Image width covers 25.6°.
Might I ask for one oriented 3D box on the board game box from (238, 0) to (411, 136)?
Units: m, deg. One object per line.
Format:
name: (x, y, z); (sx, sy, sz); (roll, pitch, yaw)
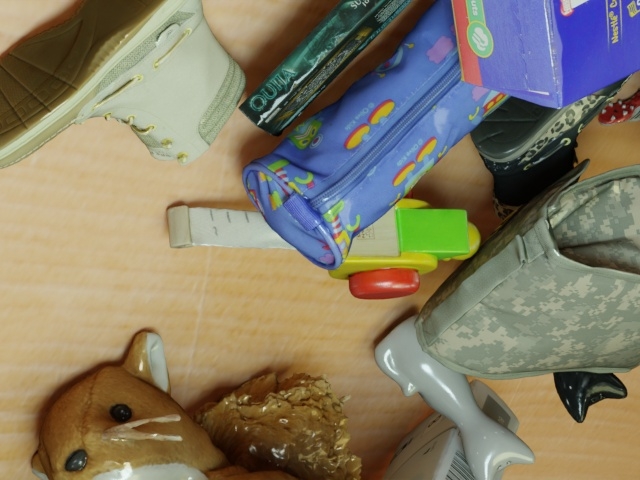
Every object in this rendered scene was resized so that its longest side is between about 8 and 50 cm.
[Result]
board game box: (0.012, -0.163, 1.170); (0.186, 0.026, 0.126); (-45, 176, 3)

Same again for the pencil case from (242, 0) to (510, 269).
pencil case: (0.073, -0.113, 1.223); (0.306, 0.119, 0.133); (-44, -179, -10)

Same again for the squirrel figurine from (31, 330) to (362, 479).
squirrel figurine: (-0.092, 0.266, 1.348); (0.281, 0.370, 0.397); (-54, 173, 14)

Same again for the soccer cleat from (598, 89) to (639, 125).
soccer cleat: (0.344, -0.143, 1.575); (0.083, 0.029, 0.035); (-31, 140, -24)

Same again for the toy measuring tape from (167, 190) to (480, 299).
toy measuring tape: (0.000, 0.000, 1.338); (0.330, 0.121, 0.121); (1, 129, -25)

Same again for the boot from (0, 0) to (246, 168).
boot: (-0.157, -0.102, 1.071); (0.213, 0.077, 0.165); (-43, 148, -9)

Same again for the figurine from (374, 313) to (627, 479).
figurine: (0.201, 0.148, 1.573); (0.215, 0.209, 0.092); (-34, 160, -12)

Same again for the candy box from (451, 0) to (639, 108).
candy box: (0.245, -0.288, 1.138); (0.317, 0.122, 0.268); (-26, 119, -33)

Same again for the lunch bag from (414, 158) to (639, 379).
lunch bag: (0.259, 0.033, 1.434); (0.287, 0.169, 0.235); (-1, 153, -32)

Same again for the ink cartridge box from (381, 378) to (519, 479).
ink cartridge box: (0.054, 0.360, 1.673); (0.385, 0.091, 0.308); (-42, -176, 25)

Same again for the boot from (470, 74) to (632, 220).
boot: (0.256, -0.131, 1.460); (0.236, 0.085, 0.178); (-39, 152, -10)
